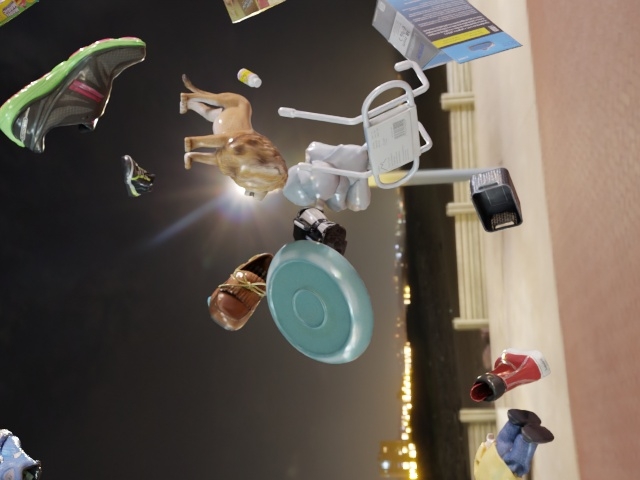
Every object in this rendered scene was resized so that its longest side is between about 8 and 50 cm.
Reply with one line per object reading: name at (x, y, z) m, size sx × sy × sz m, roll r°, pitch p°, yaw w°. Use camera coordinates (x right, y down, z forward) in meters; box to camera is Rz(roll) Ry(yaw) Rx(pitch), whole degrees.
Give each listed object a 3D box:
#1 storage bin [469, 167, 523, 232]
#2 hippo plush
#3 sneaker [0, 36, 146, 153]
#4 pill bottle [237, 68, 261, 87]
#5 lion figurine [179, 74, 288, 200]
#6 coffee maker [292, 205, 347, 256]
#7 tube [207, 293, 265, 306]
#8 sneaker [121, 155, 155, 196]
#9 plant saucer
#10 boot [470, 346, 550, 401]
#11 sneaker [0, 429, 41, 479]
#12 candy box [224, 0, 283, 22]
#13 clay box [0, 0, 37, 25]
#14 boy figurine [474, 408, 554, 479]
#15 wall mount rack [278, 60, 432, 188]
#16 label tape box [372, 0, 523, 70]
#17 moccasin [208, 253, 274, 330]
storage bin at (0.540, -0.122, 2.048) m, size 0.180 × 0.122 × 0.084 m, roll 56°, pitch -151°, yaw -38°
hippo plush at (0.031, -0.156, 1.889) m, size 0.236 × 0.294 × 0.234 m, roll -39°, pitch -66°, yaw -44°
sneaker at (-0.712, -0.437, 1.985) m, size 0.202 × 0.483 × 0.185 m, roll 55°, pitch 169°, yaw -21°
pill bottle at (-0.238, -0.546, 2.250) m, size 0.043 × 0.083 × 0.043 m, roll -34°, pitch -38°, yaw -32°
lion figurine at (-0.219, -0.274, 1.644) m, size 0.142 × 0.240 × 0.392 m, roll 106°, pitch 156°, yaw -55°
coffee maker at (0.000, 0.000, 2.073) m, size 0.178 × 0.120 × 0.171 m, roll 42°, pitch 146°, yaw 54°
tube at (-0.291, 0.196, 2.313) m, size 0.080 × 0.207 × 0.052 m, roll 31°, pitch -134°, yaw -61°
sneaker at (-0.587, -0.214, 2.163) m, size 0.234 × 0.097 × 0.084 m, roll 121°, pitch 137°, yaw -71°
plant saucer at (-0.017, 0.155, 1.576) m, size 0.044 × 0.318 × 0.317 m, roll -28°, pitch -60°, yaw -46°
boot at (0.422, 0.331, 1.602) m, size 0.088 × 0.176 × 0.244 m, roll 64°, pitch 171°, yaw 10°
sneaker at (-0.784, 0.579, 1.664) m, size 0.129 × 0.147 × 0.330 m, roll -59°, pitch 16°, yaw -7°
candy box at (-0.201, -0.702, 1.790) m, size 0.183 × 0.087 × 0.316 m, roll 67°, pitch 166°, yaw -19°
clay box at (-0.879, -0.622, 1.812) m, size 0.222 × 0.127 × 0.053 m, roll -59°, pitch -43°, yaw -36°
boy figurine at (0.403, 0.515, 1.459) m, size 0.177 × 0.092 × 0.285 m, roll 53°, pitch 130°, yaw 57°
wall mount rack at (0.089, -0.234, 1.444) m, size 0.350 × 0.304 × 0.130 m, roll 70°, pitch 175°, yaw -59°
label tape box at (0.334, -0.553, 1.794) m, size 0.333 × 0.241 × 0.106 m, roll 52°, pitch 149°, yaw 27°
moccasin at (-0.220, 0.145, 2.006) m, size 0.147 × 0.139 × 0.380 m, roll -54°, pitch -5°, yaw 26°
